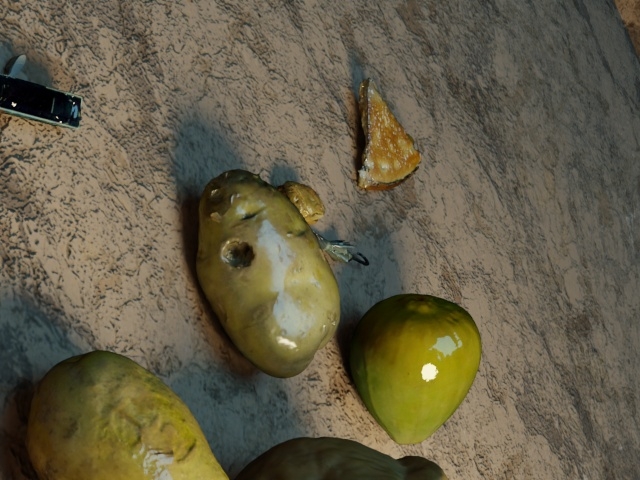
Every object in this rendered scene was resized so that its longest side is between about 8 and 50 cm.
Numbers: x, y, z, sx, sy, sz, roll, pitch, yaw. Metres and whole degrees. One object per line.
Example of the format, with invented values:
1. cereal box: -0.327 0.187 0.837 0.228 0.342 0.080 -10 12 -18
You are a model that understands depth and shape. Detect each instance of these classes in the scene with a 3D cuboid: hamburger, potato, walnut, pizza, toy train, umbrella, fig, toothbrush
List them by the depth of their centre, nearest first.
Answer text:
1. potato: -0.222 0.251 1.448 0.266 0.229 0.229 58 32 3
2. toothbrush: -0.390 -0.159 1.521 0.194 0.017 0.014 -71 145 -43
3. toy train: -0.352 -0.167 1.528 0.207 0.047 0.043 9 87 -66
4. walnut: 0.030 0.414 1.613 0.381 0.381 0.381 30 52 -48
5. potato: -0.078 0.043 1.796 0.191 0.141 0.296 -27 100 -41
6. hamburger: -0.033 -0.058 1.987 0.083 0.044 0.076 11 48 -49
7. fig: 0.140 0.190 2.020 0.207 0.207 0.230 -60 168 -49
8. umbrella: 0.003 0.004 2.029 0.269 0.044 0.044 22 31 -50
9. pizza: 0.098 -0.185 2.247 0.185 0.052 0.195 -23 100 -51
